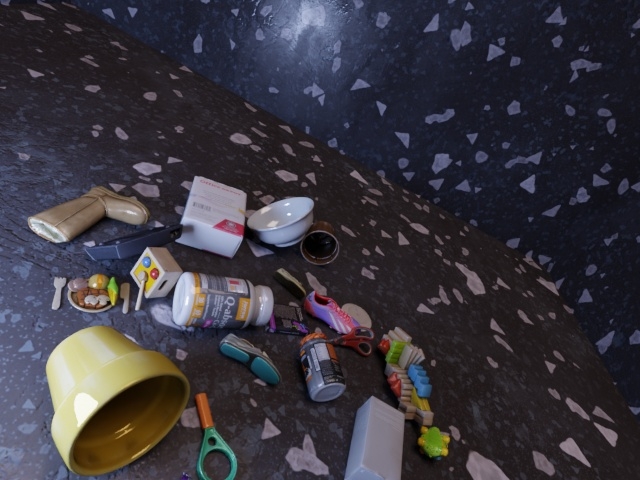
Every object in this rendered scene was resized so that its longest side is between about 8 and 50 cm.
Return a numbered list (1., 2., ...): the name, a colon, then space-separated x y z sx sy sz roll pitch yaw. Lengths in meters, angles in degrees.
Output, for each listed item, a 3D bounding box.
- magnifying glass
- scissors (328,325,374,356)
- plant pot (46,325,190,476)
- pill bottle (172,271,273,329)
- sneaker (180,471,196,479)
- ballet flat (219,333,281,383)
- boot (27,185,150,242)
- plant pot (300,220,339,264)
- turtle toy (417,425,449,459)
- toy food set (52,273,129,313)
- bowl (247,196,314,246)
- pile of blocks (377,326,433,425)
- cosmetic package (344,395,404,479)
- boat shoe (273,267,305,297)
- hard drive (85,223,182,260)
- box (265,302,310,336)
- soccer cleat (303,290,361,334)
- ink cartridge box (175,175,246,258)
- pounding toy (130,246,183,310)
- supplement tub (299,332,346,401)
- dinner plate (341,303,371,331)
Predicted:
1. magnifying glass: -0.270 0.488 0.987 0.092 0.026 0.230 5 40 -38
2. scissors: 0.071 0.355 1.452 0.298 0.021 0.108 13 67 -24
3. plant pot: -0.458 0.317 0.870 0.239 0.253 0.254 33 28 30
4. pill bottle: -0.299 0.192 1.246 0.279 0.162 0.162 11 37 -31
5. sneaker: -0.316 0.574 0.798 0.098 0.083 0.224 20 22 21
6. ballet flat: -0.200 0.348 1.203 0.213 0.072 0.068 32 27 1
7. boot: -0.734 -0.065 1.301 0.236 0.089 0.269 22 31 2
8. plant pot: 0.000 0.000 1.801 0.167 0.166 0.165 27 23 -10
9. turtle toy: 0.361 0.647 1.285 0.095 0.066 0.130 16 24 19
10. toy food set: -0.638 0.145 1.127 0.192 0.038 0.132 10 38 -33
11. bowl: -0.153 -0.064 1.708 0.298 0.133 0.297 -13 26 7
12. pile of blocks: 0.289 0.460 1.407 0.113 0.148 0.362 14 36 -28
13. cosmetic package: 0.162 0.591 1.157 0.127 0.107 0.238 32 34 -1
14. boat shoe: -0.112 0.163 1.559 0.153 0.056 0.048 34 35 17
15. hard drive: -0.581 0.004 1.276 0.172 0.054 0.255 -4 14 29
16. box: -0.121 0.278 1.413 0.162 0.029 0.116 13 37 -26
17. soccer cleat: 0.054 0.275 1.507 0.248 0.095 0.083 29 31 -6
18. ink cartridge box: -0.420 -0.097 1.574 0.226 0.131 0.306 19 32 -20
19. pounding toy: -0.511 0.115 1.211 0.130 0.141 0.100 47 18 22
20. supplement tub: 0.001 0.397 1.268 0.117 0.117 0.190 13 35 -29
21. dinner plate: 0.149 0.307 1.626 0.141 0.017 0.141 24 31 -15
